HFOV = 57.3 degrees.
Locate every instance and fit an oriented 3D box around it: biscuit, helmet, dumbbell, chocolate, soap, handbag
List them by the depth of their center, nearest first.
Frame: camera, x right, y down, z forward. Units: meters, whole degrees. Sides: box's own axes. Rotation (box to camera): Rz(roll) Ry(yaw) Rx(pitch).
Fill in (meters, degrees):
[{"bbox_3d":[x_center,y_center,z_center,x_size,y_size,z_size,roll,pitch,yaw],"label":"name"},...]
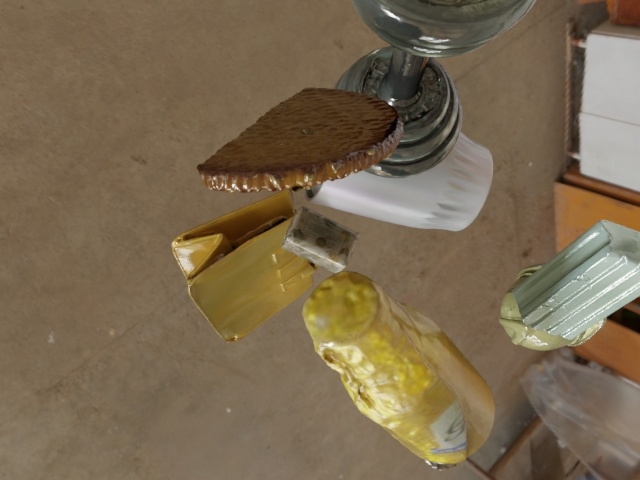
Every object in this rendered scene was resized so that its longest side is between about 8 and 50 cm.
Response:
[{"bbox_3d":[0.000,-0.080,0.459,0.206,0.126,0.025,-54,146,-53],"label":"biscuit"},{"bbox_3d":[0.097,-0.200,0.617,0.179,0.179,0.406,-47,170,-13],"label":"dumbbell"},{"bbox_3d":[0.098,0.171,0.721,0.162,0.162,0.445,-53,143,-7],"label":"chocolate"},{"bbox_3d":[0.390,0.064,0.862,0.119,0.066,0.198,18,137,-17],"label":"soap"},{"bbox_3d":[-0.147,0.062,1.292,0.283,0.133,0.401,-26,154,-10],"label":"handbag"},{"bbox_3d":[0.478,0.167,1.293,0.137,0.204,0.257,-29,167,-18],"label":"helmet"}]

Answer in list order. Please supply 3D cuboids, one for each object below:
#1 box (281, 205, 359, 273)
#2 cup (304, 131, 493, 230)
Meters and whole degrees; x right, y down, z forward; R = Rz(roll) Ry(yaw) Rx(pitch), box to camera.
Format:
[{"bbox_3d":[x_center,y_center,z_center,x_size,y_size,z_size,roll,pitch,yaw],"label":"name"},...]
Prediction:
[{"bbox_3d":[0.000,0.000,0.829,0.098,0.045,0.062,25,63,-7],"label":"box"},{"bbox_3d":[0.156,-0.160,1.263,0.372,0.253,0.253,16,102,-15],"label":"cup"}]
